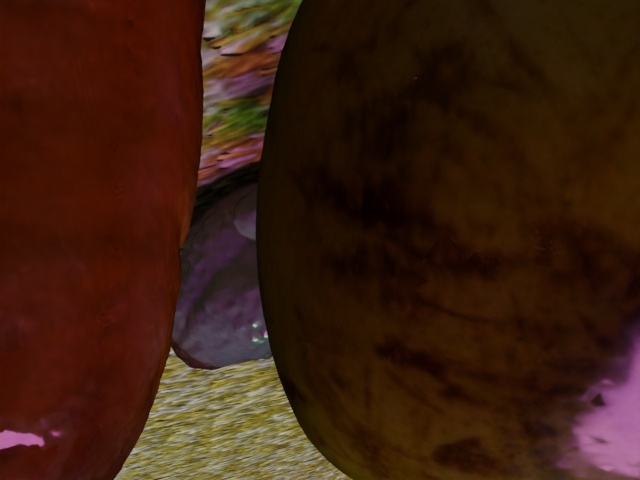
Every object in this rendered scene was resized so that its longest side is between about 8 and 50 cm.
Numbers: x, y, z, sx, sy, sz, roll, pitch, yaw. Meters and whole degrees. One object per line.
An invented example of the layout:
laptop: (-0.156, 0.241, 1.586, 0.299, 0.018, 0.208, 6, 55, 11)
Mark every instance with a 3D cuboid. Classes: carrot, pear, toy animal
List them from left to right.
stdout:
carrot: (-0.097, -0.019, 0.458, 0.159, 0.225, 0.159, -10, 158, -4)
toy animal: (-0.022, 0.008, 0.801, 0.195, 0.090, 0.324, -30, 164, 4)
pear: (0.104, -0.013, 0.522, 0.283, 0.283, 0.283, -13, 162, -4)
